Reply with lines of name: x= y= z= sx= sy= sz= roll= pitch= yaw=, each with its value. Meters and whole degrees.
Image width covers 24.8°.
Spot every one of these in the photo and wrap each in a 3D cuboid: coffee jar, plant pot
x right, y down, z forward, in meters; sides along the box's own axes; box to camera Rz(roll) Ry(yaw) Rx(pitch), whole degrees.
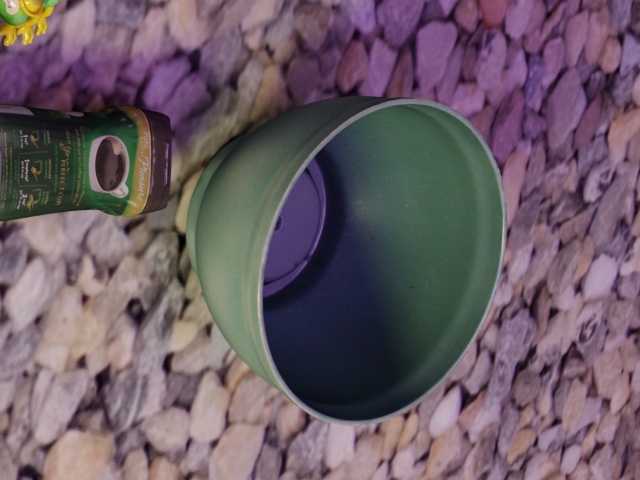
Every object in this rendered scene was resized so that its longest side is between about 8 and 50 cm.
coffee jar: x=-0.209 y=-0.065 z=1.203 sx=0.184 sy=0.079 sz=0.096 roll=-3 pitch=99 yaw=-41
plant pot: x=0.000 y=0.000 z=1.330 sx=0.293 sy=0.196 sz=0.293 roll=-14 pitch=112 yaw=-38

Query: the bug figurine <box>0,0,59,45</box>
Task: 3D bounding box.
bug figurine: x=-0.266 y=-0.223 z=1.062 sx=0.216 sy=0.072 sz=0.279 roll=-43 pitch=127 yaw=-49
